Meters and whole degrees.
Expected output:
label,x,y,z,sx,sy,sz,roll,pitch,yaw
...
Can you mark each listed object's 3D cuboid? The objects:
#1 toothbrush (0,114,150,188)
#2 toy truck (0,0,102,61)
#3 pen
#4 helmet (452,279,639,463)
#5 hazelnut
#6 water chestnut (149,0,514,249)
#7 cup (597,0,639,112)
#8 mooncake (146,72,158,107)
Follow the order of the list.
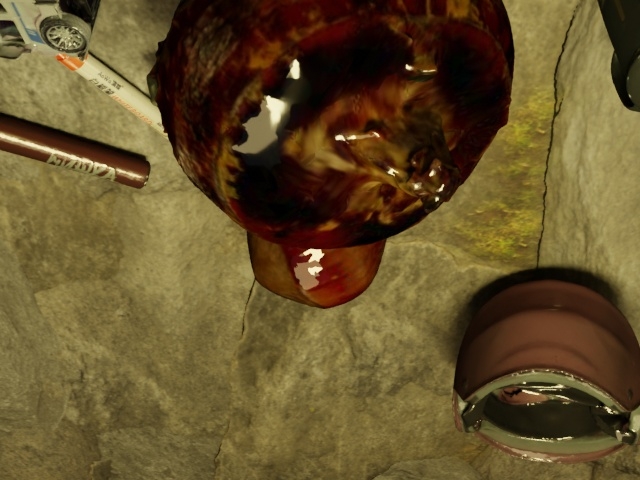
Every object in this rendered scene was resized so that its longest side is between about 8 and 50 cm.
label,x,y,z,sx,sy,sz,roll,pitch,yaw
toothbrush,-0.363,-0.122,1.471,0.364,0.040,0.041,16,144,-24
toy truck,-0.289,-0.279,1.145,0.155,0.124,0.268,1,147,11
pen,-0.222,-0.167,1.412,0.028,0.028,0.239,-20,144,28
helmet,0.318,0.174,1.811,0.271,0.197,0.338,0,156,15
hazelnut,-0.008,0.000,1.587,0.170,0.160,0.201,17,-176,-5
water chestnut,0.026,-0.131,1.179,0.351,0.302,0.350,-18,140,-16
cup,0.342,-0.198,1.235,0.169,0.176,0.223,5,147,-14
mooncake,-0.101,-0.159,1.382,0.125,0.073,0.130,-21,141,27
